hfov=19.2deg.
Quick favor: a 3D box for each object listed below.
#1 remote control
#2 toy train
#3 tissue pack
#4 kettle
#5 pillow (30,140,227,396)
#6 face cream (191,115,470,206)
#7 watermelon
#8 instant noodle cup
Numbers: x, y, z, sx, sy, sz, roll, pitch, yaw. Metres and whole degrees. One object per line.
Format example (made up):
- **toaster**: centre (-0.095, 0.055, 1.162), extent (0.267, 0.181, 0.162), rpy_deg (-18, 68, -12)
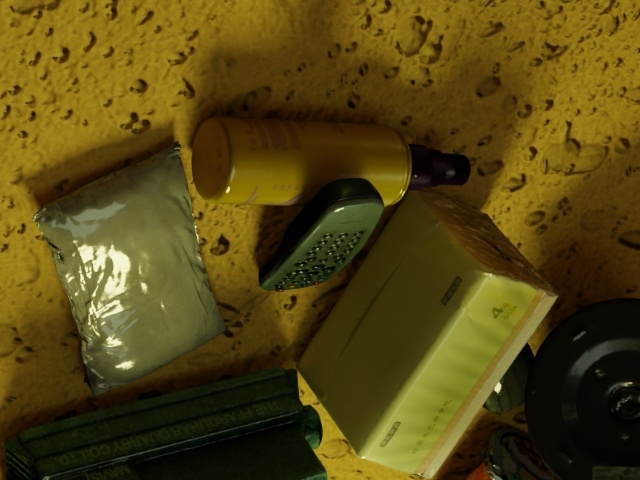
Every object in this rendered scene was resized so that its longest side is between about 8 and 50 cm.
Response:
- **remote control**: centre (0.000, 0.000, 1.728), extent (0.072, 0.042, 0.222), rpy_deg (-5, 160, -20)
- **toy train**: centre (-0.137, 0.239, 1.808), extent (0.330, 0.178, 0.139), rpy_deg (-12, 129, -21)
- **tissue pack**: centre (0.100, 0.087, 1.842), extent (0.125, 0.159, 0.234), rpy_deg (19, 113, -39)
- **kettle**: centre (0.325, 0.211, 2.004), extent (0.290, 0.207, 0.268), rpy_deg (44, 52, -77)
- **pillow**: centre (-0.170, 0.031, 1.718), extent (0.148, 0.050, 0.230), rpy_deg (-27, 134, -19)
- **face cream**: centre (0.018, -0.069, 1.730), extent (0.273, 0.078, 0.078), rpy_deg (1, 123, -32)
- **watermelon**: centre (0.187, 0.132, 1.988), extent (0.078, 0.078, 0.111), rpy_deg (-28, 133, -9)
- **instant noodle cup**: centre (0.207, 0.315, 2.089), extent (0.125, 0.178, 0.208), rpy_deg (-40, 116, 21)
